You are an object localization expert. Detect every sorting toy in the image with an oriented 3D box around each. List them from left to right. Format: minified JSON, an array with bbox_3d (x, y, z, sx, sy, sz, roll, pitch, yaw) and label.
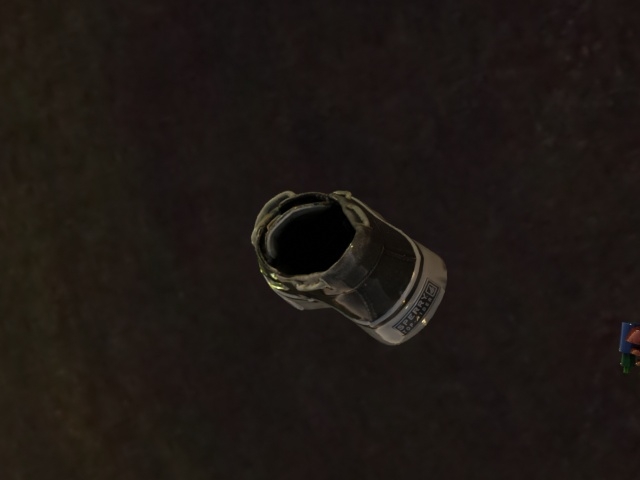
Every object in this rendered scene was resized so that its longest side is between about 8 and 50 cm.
[{"bbox_3d":[0.275,0.091,1.217,0.061,0.102,0.042,8,93,28],"label":"sorting toy"}]

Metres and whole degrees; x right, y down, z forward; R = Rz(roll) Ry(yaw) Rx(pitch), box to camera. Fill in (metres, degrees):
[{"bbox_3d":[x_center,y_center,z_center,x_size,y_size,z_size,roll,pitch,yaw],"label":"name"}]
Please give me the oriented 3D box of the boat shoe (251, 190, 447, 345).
[{"bbox_3d":[0.000,0.000,0.874,0.070,0.078,0.219,34,174,-22],"label":"boat shoe"}]
